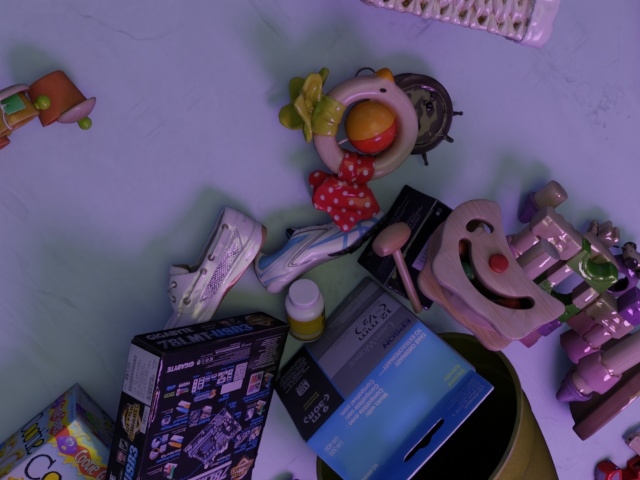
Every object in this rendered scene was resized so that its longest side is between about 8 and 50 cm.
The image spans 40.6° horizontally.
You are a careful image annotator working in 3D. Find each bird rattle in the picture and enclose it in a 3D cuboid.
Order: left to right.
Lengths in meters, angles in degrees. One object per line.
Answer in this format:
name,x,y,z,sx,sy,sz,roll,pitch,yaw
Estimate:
bird rattle,0.053,-0.152,1.328,0.207,0.143,0.253,-25,106,5

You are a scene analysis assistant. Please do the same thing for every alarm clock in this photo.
alarm clock,0.133,-0.214,1.394,0.192,0.064,0.129,33,93,-17

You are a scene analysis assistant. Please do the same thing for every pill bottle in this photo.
pill bottle,-0.024,0.111,1.394,0.065,0.065,0.116,-20,148,-10

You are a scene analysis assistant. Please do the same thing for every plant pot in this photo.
plant pot,0.241,0.406,1.441,0.366,0.366,0.353,-42,121,-3
plant pot,0.522,0.243,1.555,0.237,0.237,0.110,-41,72,-3

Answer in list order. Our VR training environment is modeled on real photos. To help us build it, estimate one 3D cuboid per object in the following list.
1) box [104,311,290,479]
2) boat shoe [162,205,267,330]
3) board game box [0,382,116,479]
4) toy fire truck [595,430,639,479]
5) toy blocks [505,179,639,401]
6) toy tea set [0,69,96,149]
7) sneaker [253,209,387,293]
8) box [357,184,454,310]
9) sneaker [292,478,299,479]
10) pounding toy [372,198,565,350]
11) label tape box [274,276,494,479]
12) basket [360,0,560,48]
box,-0.186,0.269,1.317,0.295,0.073,0.293,-7,116,-55
boat shoe,-0.198,0.070,1.354,0.096,0.098,0.277,35,85,-17
board game box,-0.438,0.378,1.331,0.275,0.144,0.142,-39,110,-4
toy fire truck,0.626,0.418,1.686,0.192,0.047,0.135,-9,105,-12
toy blocks,0.381,0.099,1.481,0.288,0.309,0.260,40,123,-9
toy tea set,-0.453,-0.112,1.185,0.336,0.200,0.124,-34,101,-11
sneaker,0.000,0.000,1.398,0.237,0.085,0.086,-27,81,-13
box,0.155,0.008,1.398,0.093,0.158,0.156,31,94,-18
sneaker,-0.011,0.479,1.515,0.170,0.063,0.075,42,96,-15
pounding toy,0.219,0.045,1.288,0.269,0.155,0.154,41,67,4
label tape box,0.078,0.220,1.327,0.115,0.348,0.249,43,89,-19
basket,0.177,-0.468,1.180,0.266,0.331,0.328,5,114,-15
